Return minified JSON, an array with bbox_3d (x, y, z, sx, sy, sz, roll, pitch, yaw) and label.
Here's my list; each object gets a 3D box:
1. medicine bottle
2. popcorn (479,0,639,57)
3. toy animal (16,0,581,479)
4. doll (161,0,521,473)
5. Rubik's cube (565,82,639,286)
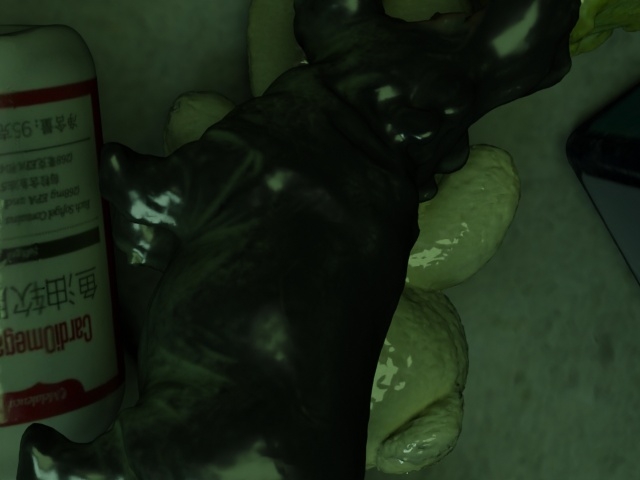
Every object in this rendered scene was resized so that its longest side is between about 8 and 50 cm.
[{"bbox_3d":[-0.167,0.021,0.699,0.131,0.131,0.250,-7,101,-14],"label":"medicine bottle"},{"bbox_3d":[0.137,-0.170,0.759,0.162,0.135,0.141,8,125,22],"label":"popcorn"},{"bbox_3d":[-0.013,-0.011,0.643,0.168,0.106,0.343,25,71,8],"label":"toy animal"},{"bbox_3d":[0.015,-0.018,0.764,0.175,0.149,0.278,6,82,21],"label":"doll"},{"bbox_3d":[0.375,0.001,0.753,0.318,0.316,0.313,-35,107,-8],"label":"Rubik's cube"}]
